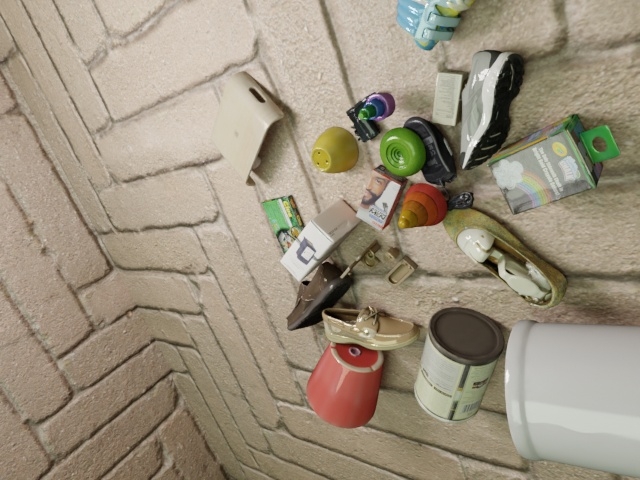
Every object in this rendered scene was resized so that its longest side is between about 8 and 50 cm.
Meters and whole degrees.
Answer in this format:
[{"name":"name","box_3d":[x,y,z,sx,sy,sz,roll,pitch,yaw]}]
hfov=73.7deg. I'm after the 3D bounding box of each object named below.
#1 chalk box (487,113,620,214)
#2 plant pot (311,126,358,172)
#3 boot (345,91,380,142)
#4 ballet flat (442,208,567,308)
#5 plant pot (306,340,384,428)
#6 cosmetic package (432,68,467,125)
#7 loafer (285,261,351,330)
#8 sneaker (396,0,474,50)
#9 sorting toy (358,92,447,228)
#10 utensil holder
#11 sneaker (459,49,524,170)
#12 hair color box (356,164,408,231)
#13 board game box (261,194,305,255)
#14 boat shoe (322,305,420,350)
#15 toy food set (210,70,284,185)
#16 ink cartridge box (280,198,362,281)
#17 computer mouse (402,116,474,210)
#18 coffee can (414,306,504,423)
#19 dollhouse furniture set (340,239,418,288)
[{"name":"chalk box","box_3d":[0.485,-0.164,0.877,0.213,0.132,0.132,-23,100,44]},{"name":"plant pot","box_3d":[0.028,-0.246,1.219,0.134,0.095,0.134,20,128,28]},{"name":"boot","box_3d":[0.126,-0.321,1.127,0.121,0.045,0.099,-24,98,53]},{"name":"ballet flat","box_3d":[0.442,0.041,1.056,0.348,0.123,0.123,39,135,13]},{"name":"plant pot","box_3d":[0.100,0.481,1.534,0.274,0.275,0.243,28,122,23]},{"name":"cosmetic package","box_3d":[0.297,-0.329,0.985,0.060,0.041,0.115,20,128,28]},{"name":"loafer","box_3d":[-0.020,0.204,1.551,0.366,0.133,0.130,-50,57,36]},{"name":"sneaker","box_3d":[0.287,-0.481,0.839,0.318,0.127,0.208,26,130,36]},{"name":"sorting toy","box_3d":[0.182,-0.173,1.041,0.127,0.126,0.366,-10,111,48]},{"name":"utensil holder","box_3d":[0.655,0.343,0.939,0.385,0.327,0.328,-8,112,39]},{"name":"sneaker","box_3d":[0.357,-0.282,0.944,0.108,0.100,0.272,47,145,41]},{"name":"hair color box","box_3d":[0.172,-0.119,1.215,0.093,0.053,0.167,33,132,18]},{"name":"board game box","box_3d":[-0.108,-0.030,1.520,0.136,0.030,0.260,-4,114,43]},{"name":"boat shoe","box_3d":[0.157,0.283,1.421,0.340,0.121,0.110,-4,112,28]},{"name":"toy food set","box_3d":[-0.237,-0.353,1.386,0.220,0.092,0.306,51,136,17]},{"name":"ink cartridge box","box_3d":[0.000,0.000,1.346,0.100,0.172,0.237,46,136,6]},{"name":"computer mouse","box_3d":[0.278,-0.185,1.092,0.262,0.060,0.184,57,152,-3]},{"name":"coffee can","box_3d":[0.393,0.363,1.242,0.201,0.201,0.276,23,129,27]},{"name":"dollhouse furniture set","box_3d":[0.177,0.094,1.299,0.151,0.123,0.144,43,136,8]}]
